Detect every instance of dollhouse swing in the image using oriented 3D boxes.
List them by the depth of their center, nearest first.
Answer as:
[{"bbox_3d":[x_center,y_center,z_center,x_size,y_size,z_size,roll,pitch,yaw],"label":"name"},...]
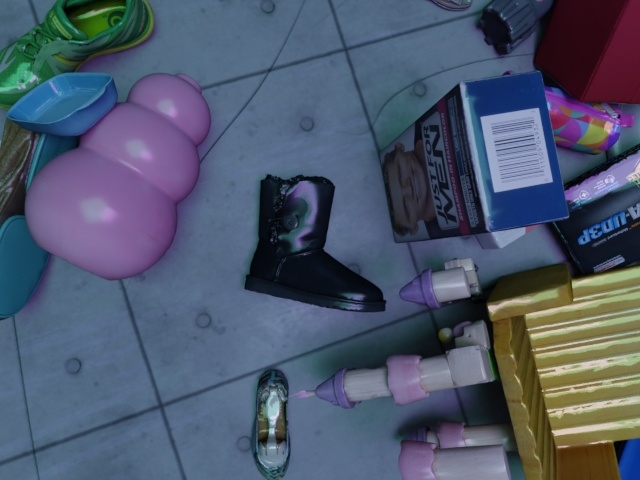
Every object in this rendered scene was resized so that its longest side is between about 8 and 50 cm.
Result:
[{"bbox_3d":[0.466,0.212,0.713,0.304,0.315,0.347,-13,90,27],"label":"dollhouse swing"}]

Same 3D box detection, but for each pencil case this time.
[{"bbox_3d":[0.424,-0.229,0.834,0.236,0.104,0.105,13,86,-5],"label":"pencil case"}]

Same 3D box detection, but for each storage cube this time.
[{"bbox_3d":[0.509,-0.352,0.766,0.183,0.215,0.193,1,132,-7],"label":"storage cube"}]

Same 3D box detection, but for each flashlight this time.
[{"bbox_3d":[0.422,-0.486,0.846,0.304,0.103,0.103,-40,66,-6],"label":"flashlight"}]

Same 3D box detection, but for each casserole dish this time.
[{"bbox_3d":[-0.358,-0.190,0.648,0.188,0.037,0.114,13,57,33],"label":"casserole dish"}]

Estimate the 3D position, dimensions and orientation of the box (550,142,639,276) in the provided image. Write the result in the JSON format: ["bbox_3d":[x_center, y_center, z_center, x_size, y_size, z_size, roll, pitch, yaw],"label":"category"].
[{"bbox_3d":[0.533,-0.053,0.818,0.220,0.051,0.175,-31,92,21],"label":"box"}]

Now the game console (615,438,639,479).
[{"bbox_3d":[0.542,0.541,0.852,0.250,0.173,0.293,-33,93,-38],"label":"game console"}]

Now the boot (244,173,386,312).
[{"bbox_3d":[0.000,0.000,0.755,0.246,0.094,0.207,10,88,17],"label":"boot"}]

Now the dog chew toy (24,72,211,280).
[{"bbox_3d":[-0.283,-0.111,0.703,0.206,0.206,0.332,27,77,-5],"label":"dog chew toy"}]

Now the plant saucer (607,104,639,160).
[{"bbox_3d":[0.752,-0.204,0.872,0.399,0.100,0.401,0,88,-6],"label":"plant saucer"}]

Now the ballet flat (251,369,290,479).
[{"bbox_3d":[-0.083,0.315,0.769,0.070,0.070,0.189,-3,88,-7],"label":"ballet flat"}]

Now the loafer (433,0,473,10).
[{"bbox_3d":[0.227,-0.461,0.849,0.125,0.039,0.045,15,85,-6],"label":"loafer"}]

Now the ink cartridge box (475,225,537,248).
[{"bbox_3d":[0.306,-0.097,0.830,0.115,0.067,0.198,-29,93,-7],"label":"ink cartridge box"}]

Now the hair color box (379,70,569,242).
[{"bbox_3d":[0.191,-0.091,0.675,0.105,0.347,0.174,-10,88,-7],"label":"hair color box"}]

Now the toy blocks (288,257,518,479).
[{"bbox_3d":[0.130,0.195,0.707,0.259,0.288,0.309,-15,70,23],"label":"toy blocks"}]

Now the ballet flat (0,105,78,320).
[{"bbox_3d":[-0.487,-0.054,0.723,0.124,0.116,0.343,11,86,14],"label":"ballet flat"}]

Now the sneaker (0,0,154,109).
[{"bbox_3d":[-0.409,-0.320,0.727,0.295,0.123,0.109,-37,92,-6],"label":"sneaker"}]
